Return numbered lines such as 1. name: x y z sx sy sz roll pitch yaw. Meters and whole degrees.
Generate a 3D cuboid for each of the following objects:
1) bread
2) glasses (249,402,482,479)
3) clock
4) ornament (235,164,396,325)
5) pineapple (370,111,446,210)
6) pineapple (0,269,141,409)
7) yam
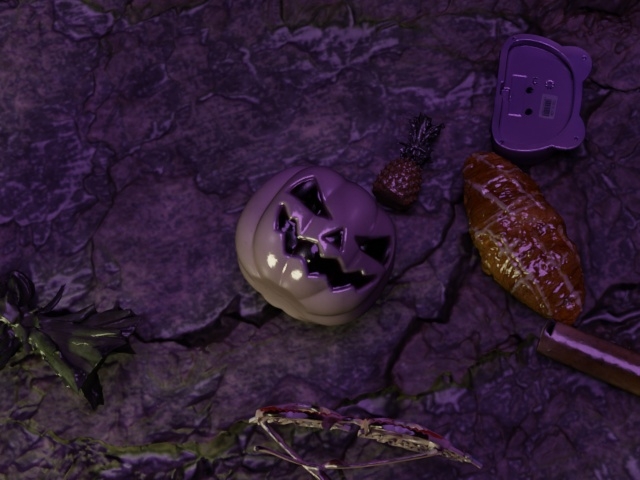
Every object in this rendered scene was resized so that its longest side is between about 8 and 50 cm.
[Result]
1. bread: 0.221 -0.009 1.816 0.105 0.076 0.233 -24 67 -10
2. glasses: 0.038 0.224 1.690 0.255 0.162 0.095 12 89 10
3. clock: 0.255 -0.159 1.889 0.110 0.050 0.152 7 68 5
4. ornament: 0.000 0.000 1.767 0.178 0.177 0.177 -1 68 2
5. pineapple: 0.107 -0.095 1.865 0.058 0.058 0.124 26 70 12
6. pineapple: -0.336 0.083 1.782 0.277 0.119 0.130 24 26 10
7. yam: 0.360 0.151 1.759 0.264 0.046 0.046 23 70 12
